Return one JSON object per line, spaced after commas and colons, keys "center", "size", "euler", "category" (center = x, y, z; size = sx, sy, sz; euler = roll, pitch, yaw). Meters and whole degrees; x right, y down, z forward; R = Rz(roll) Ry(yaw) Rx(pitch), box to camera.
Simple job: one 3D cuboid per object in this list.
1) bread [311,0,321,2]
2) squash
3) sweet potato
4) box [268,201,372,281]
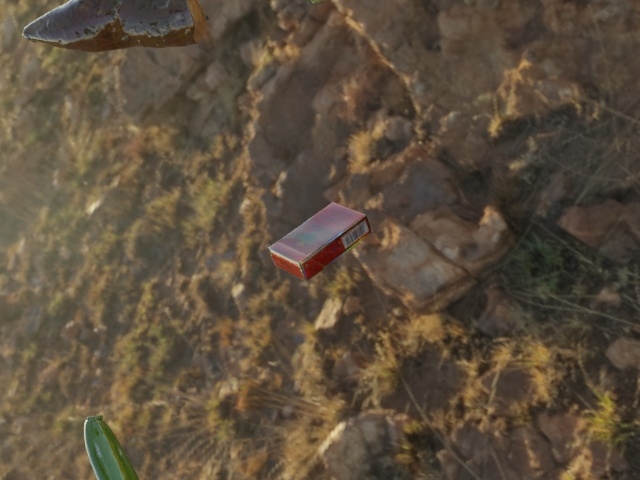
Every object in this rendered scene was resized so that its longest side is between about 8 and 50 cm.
{"center": [-0.005, -0.387, 1.113], "size": [0.129, 0.114, 0.111], "euler": [-5, 50, 50], "category": "bread"}
{"center": [-0.355, 0.392, 1.441], "size": [0.066, 0.066, 0.201], "euler": [-32, 79, 37], "category": "squash"}
{"center": [-0.373, -0.401, 1.502], "size": [0.336, 0.131, 0.131], "euler": [0, 62, 9], "category": "sweet potato"}
{"center": [0.000, 0.001, 1.631], "size": [0.175, 0.048, 0.112], "euler": [-35, 34, -22], "category": "box"}
